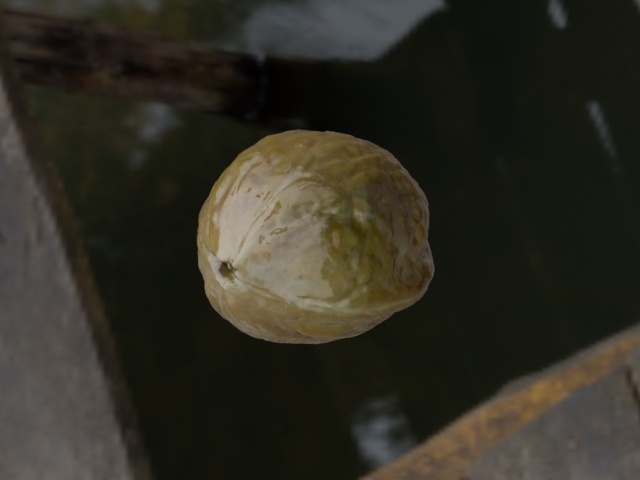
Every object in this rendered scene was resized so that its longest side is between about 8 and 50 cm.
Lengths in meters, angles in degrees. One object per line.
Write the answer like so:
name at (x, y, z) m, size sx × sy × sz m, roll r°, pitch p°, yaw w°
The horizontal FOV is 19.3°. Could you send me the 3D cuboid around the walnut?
walnut at (0.000, 0.000, 0.858) m, size 0.105 × 0.124 × 0.105 m, roll 5°, pitch 97°, yaw 48°
